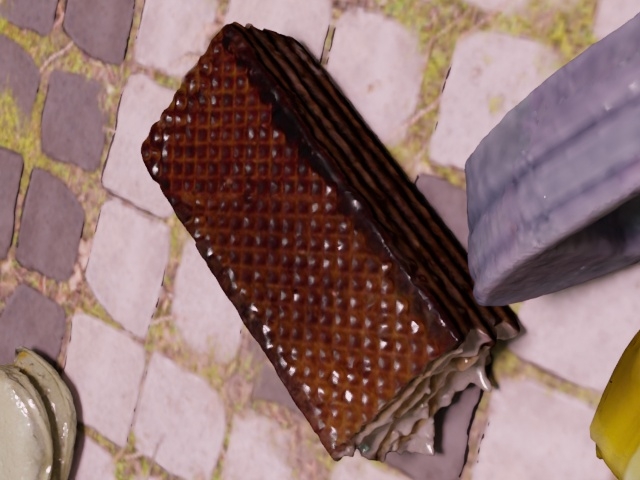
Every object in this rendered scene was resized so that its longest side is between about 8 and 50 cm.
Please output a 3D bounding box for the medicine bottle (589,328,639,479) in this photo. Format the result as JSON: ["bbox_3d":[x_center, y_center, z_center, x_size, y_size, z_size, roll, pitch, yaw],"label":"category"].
[{"bbox_3d":[0.212,0.112,0.439,0.239,0.124,0.124,49,118,30],"label":"medicine bottle"}]

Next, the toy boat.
[{"bbox_3d":[0.167,-0.051,0.474,0.283,0.127,0.078,-31,69,37],"label":"toy boat"}]

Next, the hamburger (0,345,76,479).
[{"bbox_3d":[-0.209,0.145,0.825,0.084,0.054,0.121,24,106,33],"label":"hamburger"}]

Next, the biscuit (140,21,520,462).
[{"bbox_3d":[0.000,0.000,0.645,0.106,0.070,0.252,-50,61,28],"label":"biscuit"}]
